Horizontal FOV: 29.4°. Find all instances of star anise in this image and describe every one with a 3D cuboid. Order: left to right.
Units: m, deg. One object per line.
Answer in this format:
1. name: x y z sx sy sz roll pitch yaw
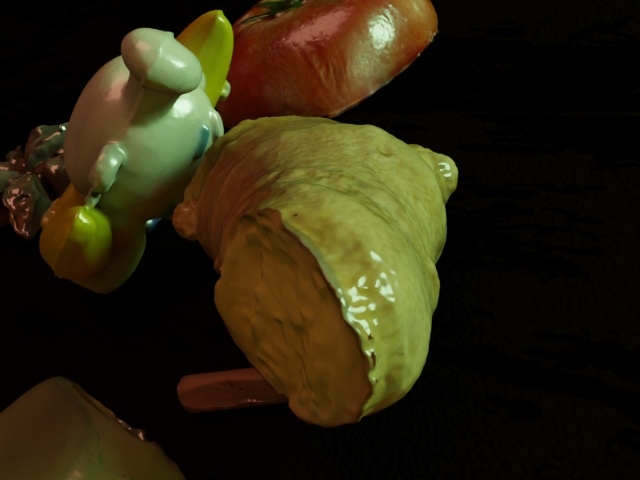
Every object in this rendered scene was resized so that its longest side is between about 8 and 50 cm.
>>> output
1. star anise: -0.271 -0.057 1.133 0.182 0.065 0.195 -26 33 5

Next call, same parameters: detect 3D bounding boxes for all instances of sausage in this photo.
1. sausage: -0.034 0.088 0.740 0.116 0.026 0.026 -11 33 27

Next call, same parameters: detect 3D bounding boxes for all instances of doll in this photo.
1. doll: -0.133 -0.068 0.906 0.252 0.111 0.237 -56 0 26

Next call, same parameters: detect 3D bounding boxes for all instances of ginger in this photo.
1. ginger: 0.000 0.000 0.735 0.190 0.126 0.354 -7 22 -1

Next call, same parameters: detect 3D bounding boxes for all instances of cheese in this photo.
1. cheese: -0.173 0.165 0.665 0.202 0.091 0.175 -34 28 -12

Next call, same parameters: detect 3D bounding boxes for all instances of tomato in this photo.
1. tomato: -0.009 -0.187 1.108 0.225 0.085 0.225 -23 30 14
